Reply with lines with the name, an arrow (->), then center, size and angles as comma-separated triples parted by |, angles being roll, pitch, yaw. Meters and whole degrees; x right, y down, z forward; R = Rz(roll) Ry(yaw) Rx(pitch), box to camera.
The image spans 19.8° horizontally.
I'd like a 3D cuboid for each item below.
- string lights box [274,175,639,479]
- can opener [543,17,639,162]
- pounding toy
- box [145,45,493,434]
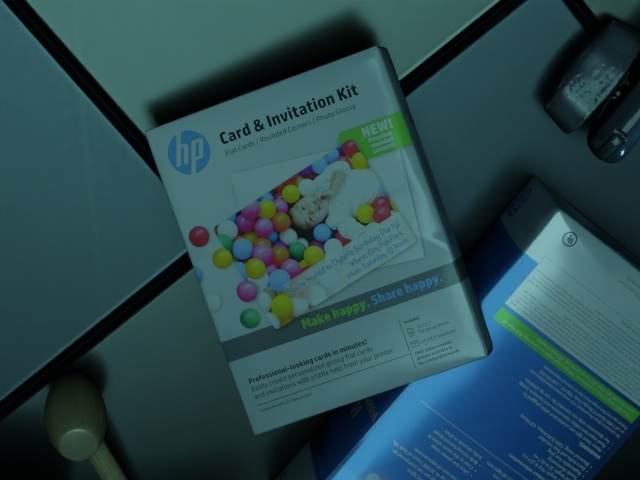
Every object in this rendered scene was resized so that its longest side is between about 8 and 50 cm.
string lights box -> 0.101, 0.106, 1.112 | 0.133, 0.077, 0.260 | 37, 101, -16
can opener -> 0.214, -0.121, 1.057 | 0.073, 0.059, 0.186 | 41, 100, -16
pounding toy -> -0.162, 0.228, 1.083 | 0.155, 0.154, 0.269 | 11, 107, -10
box -> 0.000, 0.000, 1.045 | 0.145, 0.038, 0.186 | -19, 90, 11
